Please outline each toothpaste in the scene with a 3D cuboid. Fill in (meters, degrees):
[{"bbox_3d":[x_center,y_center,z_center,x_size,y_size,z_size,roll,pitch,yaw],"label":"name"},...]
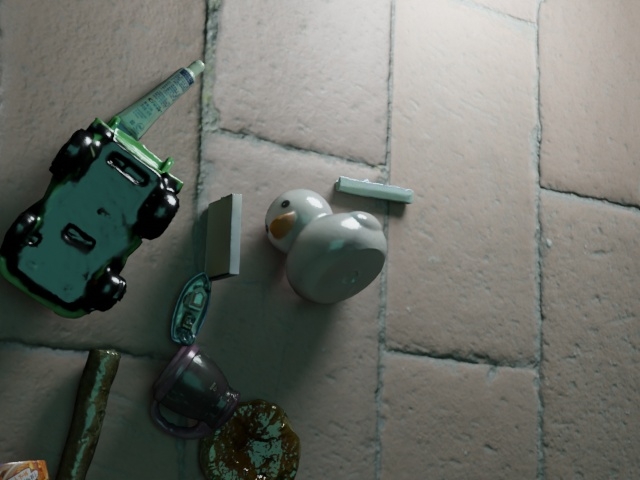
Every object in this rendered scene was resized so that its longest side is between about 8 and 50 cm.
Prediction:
[{"bbox_3d":[-0.299,-0.269,1.634,0.062,0.037,0.216,47,68,-10],"label":"toothpaste"}]

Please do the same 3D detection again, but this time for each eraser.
[{"bbox_3d":[-0.181,-0.005,1.603,0.023,0.104,0.150,9,76,-32],"label":"eraser"}]

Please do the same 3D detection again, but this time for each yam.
[{"bbox_3d":[-0.395,0.317,1.458,0.061,0.061,0.274,18,74,-22],"label":"yam"}]

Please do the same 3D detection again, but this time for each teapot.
[{"bbox_3d":[-0.219,0.274,1.512,0.146,0.116,0.148,37,71,-4],"label":"teapot"}]

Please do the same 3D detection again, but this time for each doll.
[{"bbox_3d":[0.000,0.000,1.666,0.251,0.221,0.221,11,74,-47],"label":"doll"}]

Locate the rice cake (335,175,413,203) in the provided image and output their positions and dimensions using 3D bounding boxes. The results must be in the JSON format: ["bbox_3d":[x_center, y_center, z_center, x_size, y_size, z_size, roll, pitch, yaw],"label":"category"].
[{"bbox_3d":[0.115,-0.107,1.809,0.180,0.030,0.042,8,82,-25],"label":"rice cake"}]

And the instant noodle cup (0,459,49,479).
[{"bbox_3d":[-0.500,0.440,1.289,0.250,0.250,0.192,-4,74,-27],"label":"instant noodle cup"}]

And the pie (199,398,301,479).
[{"bbox_3d":[-0.128,0.377,1.586,0.195,0.046,0.195,7,74,-25],"label":"pie"}]

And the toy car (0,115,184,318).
[{"bbox_3d":[-0.383,-0.048,1.478,0.213,0.176,0.359,36,73,-19],"label":"toy car"}]

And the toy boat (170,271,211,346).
[{"bbox_3d":[-0.231,0.121,1.574,0.059,0.066,0.140,23,70,-17],"label":"toy boat"}]
